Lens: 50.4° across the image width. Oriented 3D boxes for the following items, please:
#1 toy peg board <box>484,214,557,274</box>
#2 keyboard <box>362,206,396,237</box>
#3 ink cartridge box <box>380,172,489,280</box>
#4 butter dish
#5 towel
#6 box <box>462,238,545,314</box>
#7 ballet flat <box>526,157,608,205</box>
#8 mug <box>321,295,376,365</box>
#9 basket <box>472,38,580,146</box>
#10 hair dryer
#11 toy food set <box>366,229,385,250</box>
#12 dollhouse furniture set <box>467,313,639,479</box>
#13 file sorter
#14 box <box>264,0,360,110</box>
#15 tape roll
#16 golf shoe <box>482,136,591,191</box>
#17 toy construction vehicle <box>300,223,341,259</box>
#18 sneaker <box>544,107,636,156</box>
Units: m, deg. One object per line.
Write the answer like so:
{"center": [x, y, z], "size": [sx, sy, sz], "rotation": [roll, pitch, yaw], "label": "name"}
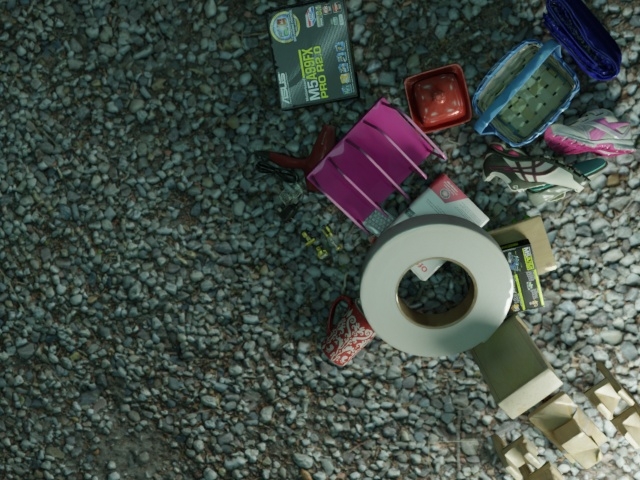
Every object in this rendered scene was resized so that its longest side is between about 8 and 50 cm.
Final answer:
{"center": [0.523, 0.017, 1.818], "size": [0.161, 0.079, 0.161], "rotation": [-20, 110, 13], "label": "toy peg board"}
{"center": [0.203, -0.021, 1.878], "size": [0.256, 0.014, 0.072], "rotation": [36, 90, 2], "label": "keyboard"}
{"center": [0.299, -0.035, 1.814], "size": [0.237, 0.100, 0.172], "rotation": [-45, 89, 6], "label": "ink cartridge box"}
{"center": [0.306, -0.368, 1.763], "size": [0.160, 0.118, 0.160], "rotation": [-14, 97, 11], "label": "butter dish"}
{"center": [0.617, -0.481, 1.608], "size": [0.076, 0.308, 0.228], "rotation": [-38, 91, 33], "label": "towel"}
{"center": [0.480, 0.107, 1.794], "size": [0.184, 0.045, 0.191], "rotation": [-17, 110, 9], "label": "box"}
{"center": [0.645, -0.149, 1.776], "size": [0.213, 0.072, 0.068], "rotation": [-21, 122, 12], "label": "ballet flat"}
{"center": [0.083, 0.250, 1.916], "size": [0.113, 0.150, 0.169], "rotation": [28, 110, -33], "label": "mug"}
{"center": [0.485, -0.351, 1.639], "size": [0.201, 0.289, 0.255], "rotation": [46, 109, 10], "label": "basket"}
{"center": [-0.064, -0.208, 1.867], "size": [0.293, 0.080, 0.223], "rotation": [-39, 90, 12], "label": "hair dryer"}
{"center": [0.162, 0.036, 1.897], "size": [0.078, 0.019, 0.122], "rotation": [-12, 96, 11], "label": "toy food set"}
{"center": [0.604, 0.429, 1.822], "size": [0.362, 0.256, 0.394], "rotation": [-40, 112, 13], "label": "dollhouse furniture set"}
{"center": [0.144, -0.185, 1.742], "size": [0.202, 0.182, 0.291], "rotation": [42, 96, -18], "label": "file sorter"}
{"center": [-0.020, -0.498, 1.826], "size": [0.216, 0.060, 0.270], "rotation": [-8, 97, 10], "label": "box"}
{"center": [0.293, 0.122, 1.746], "size": [0.392, 0.072, 0.392], "rotation": [1, 113, 3], "label": "tape roll"}
{"center": [0.548, -0.170, 1.742], "size": [0.273, 0.105, 0.120], "rotation": [26, 103, 29], "label": "golf shoe"}
{"center": [0.000, 0.000, 1.911], "size": [0.086, 0.035, 0.098], "rotation": [-31, 93, 12], "label": "toy construction vehicle"}
{"center": [0.673, -0.277, 1.712], "size": [0.252, 0.103, 0.111], "rotation": [3, 85, -20], "label": "sneaker"}
